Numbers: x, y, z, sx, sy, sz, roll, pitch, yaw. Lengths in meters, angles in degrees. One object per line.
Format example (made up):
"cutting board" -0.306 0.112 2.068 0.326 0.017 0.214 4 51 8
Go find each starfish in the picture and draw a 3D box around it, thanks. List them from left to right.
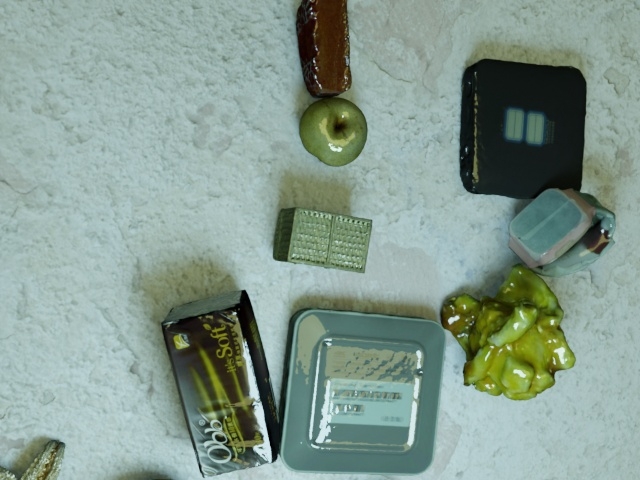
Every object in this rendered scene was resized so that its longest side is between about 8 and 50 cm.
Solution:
"starfish" -0.649 0.601 1.532 0.311 0.113 0.303 -4 91 -6

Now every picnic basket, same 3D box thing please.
"picnic basket" 0.000 0.000 1.654 0.196 0.154 0.134 8 85 -20

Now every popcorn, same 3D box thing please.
"popcorn" 0.486 0.228 1.725 0.290 0.321 0.326 28 67 -20

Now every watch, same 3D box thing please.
"watch" 0.634 -0.010 1.812 0.253 0.162 0.241 -42 137 11

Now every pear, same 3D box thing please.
"pear" 0.029 -0.259 1.659 0.167 0.136 0.167 0 89 -15

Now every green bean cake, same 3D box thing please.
"green bean cake" 0.008 -0.451 1.612 0.097 0.198 0.233 -9 98 -13

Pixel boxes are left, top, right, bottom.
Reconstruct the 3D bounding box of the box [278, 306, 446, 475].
"box" 0.102 0.370 1.722 0.395 0.111 0.397 6 90 -15

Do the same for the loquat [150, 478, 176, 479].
"loquat" -0.351 0.649 1.552 0.234 0.235 0.235 -1 93 -15

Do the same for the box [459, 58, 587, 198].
"box" 0.529 -0.283 1.819 0.350 0.091 0.359 1 92 -16

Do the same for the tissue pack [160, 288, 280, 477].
"tissue pack" -0.212 0.318 1.573 0.198 0.210 0.370 -14 96 -5
